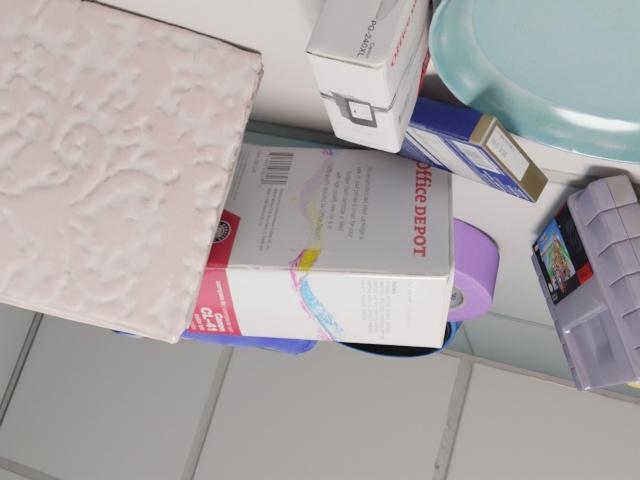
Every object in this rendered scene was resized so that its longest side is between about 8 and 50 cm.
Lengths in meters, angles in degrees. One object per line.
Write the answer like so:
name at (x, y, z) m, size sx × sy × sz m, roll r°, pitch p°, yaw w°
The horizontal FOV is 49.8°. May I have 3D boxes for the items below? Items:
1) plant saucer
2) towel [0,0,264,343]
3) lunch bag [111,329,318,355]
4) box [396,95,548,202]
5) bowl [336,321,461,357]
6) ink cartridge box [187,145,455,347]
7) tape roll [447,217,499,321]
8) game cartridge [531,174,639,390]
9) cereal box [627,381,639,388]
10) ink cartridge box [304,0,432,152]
plant saucer at (0.241, -0.140, 0.518) m, size 0.318 × 0.043 × 0.317 m, roll 15°, pitch 168°, yaw 3°
towel at (-0.249, -0.087, 0.720) m, size 0.317 × 0.331 × 0.053 m, roll 16°, pitch 167°, yaw -1°
lunch bag at (-0.207, 0.034, 1.106) m, size 0.328 × 0.239 × 0.385 m, roll 17°, pitch -161°, yaw -42°
box at (0.115, -0.111, 0.732) m, size 0.225 × 0.036 × 0.136 m, roll 26°, pitch 177°, yaw 43°
bowl at (0.118, 0.141, 1.516) m, size 0.391 × 0.077 × 0.391 m, roll 13°, pitch 147°, yaw 9°
ink cartridge box at (0.000, 0.000, 0.830) m, size 0.306 × 0.226 × 0.131 m, roll 4°, pitch 134°, yaw 7°
tape roll at (0.168, 0.048, 1.205) m, size 0.275 × 0.090 × 0.275 m, roll 14°, pitch 157°, yaw 6°
game cartridge at (0.356, 0.073, 0.896) m, size 0.068 × 0.230 × 0.355 m, roll -20°, pitch 164°, yaw 1°
cereal box at (0.504, 0.145, 1.059) m, size 0.173 × 0.240 × 0.047 m, roll 20°, pitch 123°, yaw -15°
ink cartridge box at (0.046, -0.153, 0.554) m, size 0.063 × 0.109 × 0.150 m, roll 17°, pitch 168°, yaw 15°
